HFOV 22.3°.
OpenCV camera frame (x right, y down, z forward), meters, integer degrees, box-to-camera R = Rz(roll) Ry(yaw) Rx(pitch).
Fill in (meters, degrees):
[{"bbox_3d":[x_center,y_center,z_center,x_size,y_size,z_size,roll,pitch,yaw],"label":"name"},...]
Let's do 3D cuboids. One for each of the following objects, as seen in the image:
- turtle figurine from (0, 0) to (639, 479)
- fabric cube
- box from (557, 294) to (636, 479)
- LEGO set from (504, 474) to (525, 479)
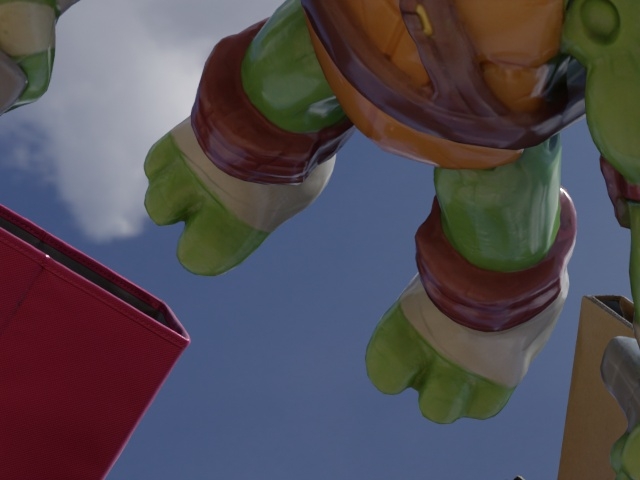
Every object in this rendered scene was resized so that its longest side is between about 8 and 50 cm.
[{"bbox_3d":[0.000,0.000,0.379,0.198,0.266,0.274,2,-104,-2],"label":"turtle figurine"},{"bbox_3d":[-0.285,0.109,1.295,0.259,0.254,0.258,32,-90,-11],"label":"fabric cube"},{"bbox_3d":[0.140,0.141,0.659,0.164,0.021,0.201,-138,-131,-63],"label":"box"},{"bbox_3d":[0.284,0.238,1.104,0.255,0.331,0.192,40,-103,-13],"label":"LEGO set"}]
